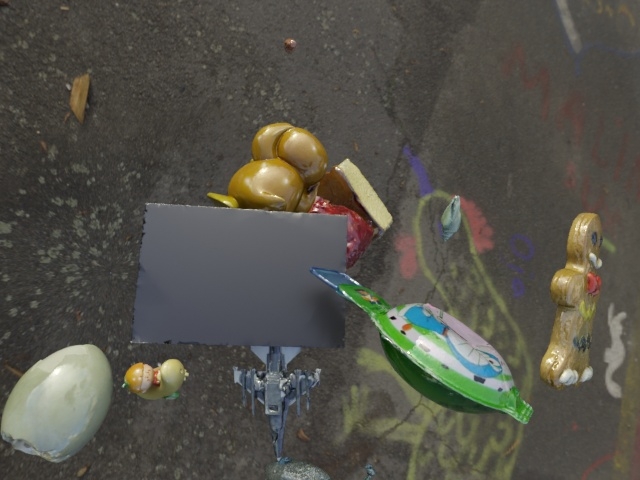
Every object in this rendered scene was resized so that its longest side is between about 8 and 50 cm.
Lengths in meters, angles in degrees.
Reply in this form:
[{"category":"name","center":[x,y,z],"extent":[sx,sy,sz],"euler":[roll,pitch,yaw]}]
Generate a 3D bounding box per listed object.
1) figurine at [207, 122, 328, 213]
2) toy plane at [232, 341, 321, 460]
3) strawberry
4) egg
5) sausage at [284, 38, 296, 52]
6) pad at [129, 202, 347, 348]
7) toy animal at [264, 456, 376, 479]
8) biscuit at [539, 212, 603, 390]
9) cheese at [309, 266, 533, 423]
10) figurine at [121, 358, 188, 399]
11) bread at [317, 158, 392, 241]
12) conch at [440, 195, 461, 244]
[{"category":"figurine","center":[-0.092,-0.119,0.863],"extent":[0.215,0.215,0.228],"euler":[37,51,-20]},{"category":"toy plane","center":[-0.078,0.276,0.727],"extent":[0.160,0.082,0.233],"euler":[-1,80,7]},{"category":"strawberry","center":[0.000,0.000,1.130],"extent":[0.274,0.274,0.220],"euler":[25,75,-23]},{"category":"egg","center":[-0.800,0.490,1.291],"extent":[0.278,0.278,0.335],"euler":[32,48,-21]},{"category":"sausage","center":[-0.113,-0.718,1.529],"extent":[0.043,0.186,0.043],"euler":[-2,109,-6]},{"category":"pad","center":[-0.135,0.060,0.733],"extent":[0.368,0.007,0.247],"euler":[3,76,-5]},{"category":"toy animal","center":[-0.005,0.466,0.803],"extent":[0.079,0.253,0.070],"euler":[45,42,-46]},{"category":"biscuit","center":[0.346,0.082,0.550],"extent":[0.158,0.035,0.240],"euler":[6,93,-45]},{"category":"cheese","center":[0.119,0.118,0.539],"extent":[0.204,0.321,0.083],"euler":[13,109,-56]},{"category":"figurine","center":[-0.633,0.526,1.579],"extent":[0.222,0.324,0.124],"euler":[13,56,-28]},{"category":"bread","center":[0.081,-0.106,1.660],"extent":[0.323,0.333,0.143],"euler":[54,45,1]},{"category":"conch","center":[0.435,-0.065,1.406],"extent":[0.088,0.065,0.180],"euler":[-18,124,-40]}]
